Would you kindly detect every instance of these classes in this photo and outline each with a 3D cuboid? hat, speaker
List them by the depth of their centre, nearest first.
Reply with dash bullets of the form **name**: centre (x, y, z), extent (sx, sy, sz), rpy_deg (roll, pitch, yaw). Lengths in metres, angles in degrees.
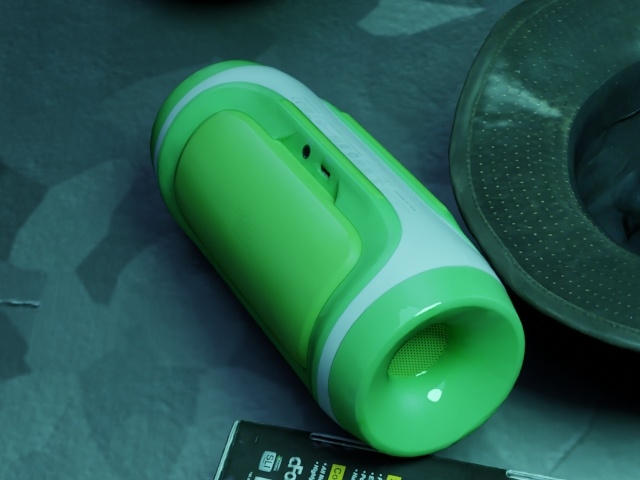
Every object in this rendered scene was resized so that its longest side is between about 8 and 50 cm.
- **speaker**: centre (0.000, 0.000, 0.974), extent (0.131, 0.131, 0.296), rpy_deg (-29, 42, -11)
- **hat**: centre (0.244, -0.031, 0.989), extent (0.331, 0.134, 0.331), rpy_deg (-1, 59, 2)

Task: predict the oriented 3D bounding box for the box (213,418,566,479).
- **box**: centre (0.032, 0.268, 0.847), extent (0.257, 0.079, 0.322), rpy_deg (10, 58, 13)
